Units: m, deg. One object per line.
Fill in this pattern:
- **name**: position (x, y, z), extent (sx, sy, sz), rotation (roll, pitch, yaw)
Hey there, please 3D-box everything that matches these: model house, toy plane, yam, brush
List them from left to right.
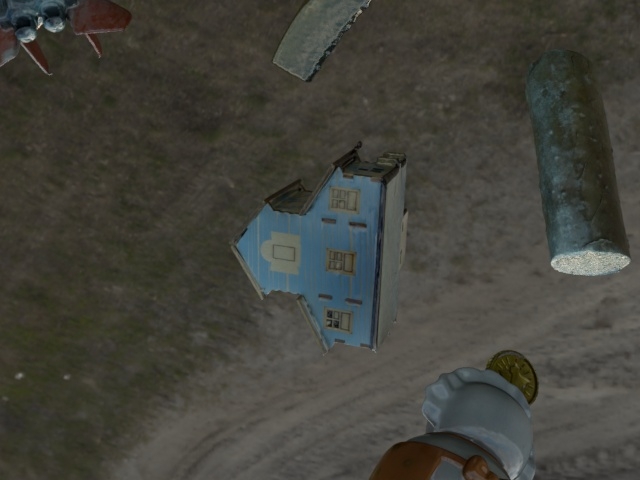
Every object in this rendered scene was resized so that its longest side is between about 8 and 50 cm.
- **toy plane**: position (-0.270, -0.295, 0.686), extent (0.222, 0.326, 0.104), rotation (-19, 165, 3)
- **model house**: position (0.000, 0.000, 1.030), extent (0.206, 0.178, 0.271), rotation (7, 112, 16)
- **brush**: position (0.021, -0.259, 0.806), extent (0.059, 0.123, 0.197), rotation (31, 153, -10)
- **yam**: position (0.298, -0.092, 0.901), extent (0.093, 0.259, 0.093), rotation (-3, 165, -1)

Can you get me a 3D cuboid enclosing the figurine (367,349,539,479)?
- **figurine**: position (0.132, 0.207, 0.699), extent (0.143, 0.271, 0.143), rotation (36, 160, 15)
